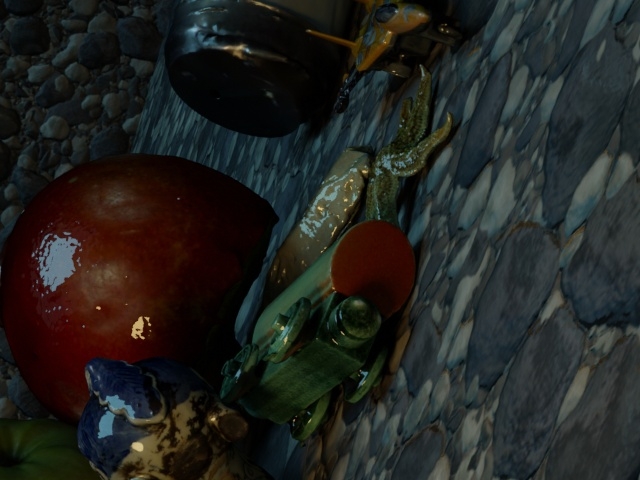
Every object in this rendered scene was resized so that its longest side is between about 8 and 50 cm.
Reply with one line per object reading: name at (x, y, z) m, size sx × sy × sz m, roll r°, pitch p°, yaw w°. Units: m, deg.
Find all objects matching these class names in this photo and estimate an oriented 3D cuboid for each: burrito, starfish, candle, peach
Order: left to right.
peach at (-0.214, 0.065, 2.147) m, size 0.406 × 0.310 × 0.335 m, roll 93°, pitch -170°, yaw -89°
candle at (-0.059, -0.320, 2.373) m, size 0.221 × 0.221 × 0.342 m, roll 137°, pitch 152°, yaw -65°
burrito at (-0.002, -0.001, 2.039) m, size 0.229 × 0.063 × 0.058 m, roll -60°, pitch -24°, yaw 16°
starfish at (0.080, -0.074, 1.832) m, size 0.217 × 0.050 × 0.223 m, roll -43°, pitch 35°, yaw 49°

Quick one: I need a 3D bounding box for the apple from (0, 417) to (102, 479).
apple at (-0.280, 0.367, 2.014) m, size 0.311 × 0.320 × 0.360 m, roll -43°, pitch -57°, yaw -52°

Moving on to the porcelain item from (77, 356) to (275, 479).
porcelain item at (-0.140, 0.213, 1.841) m, size 0.138 × 0.288 × 0.186 m, roll -44°, pitch 44°, yaw -10°

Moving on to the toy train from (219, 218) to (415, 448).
toy train at (-0.001, 0.083, 1.797) m, size 0.177 × 0.116 × 0.285 m, roll -66°, pitch 9°, yaw -26°

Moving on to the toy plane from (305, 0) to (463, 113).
toy plane at (0.082, -0.223, 1.915) m, size 0.316 × 0.103 × 0.204 m, roll -159°, pitch 86°, yaw -70°
